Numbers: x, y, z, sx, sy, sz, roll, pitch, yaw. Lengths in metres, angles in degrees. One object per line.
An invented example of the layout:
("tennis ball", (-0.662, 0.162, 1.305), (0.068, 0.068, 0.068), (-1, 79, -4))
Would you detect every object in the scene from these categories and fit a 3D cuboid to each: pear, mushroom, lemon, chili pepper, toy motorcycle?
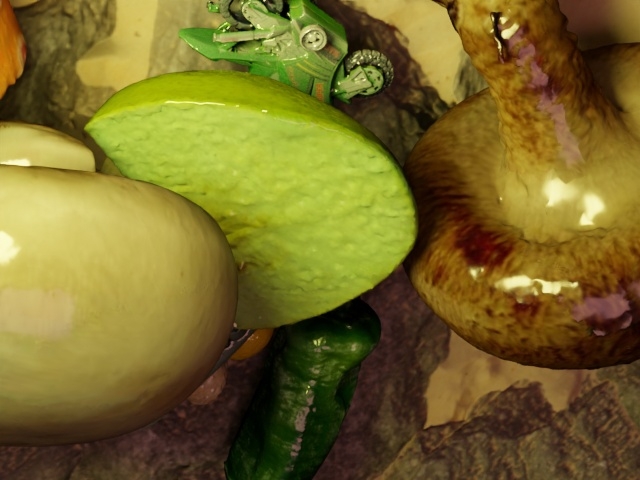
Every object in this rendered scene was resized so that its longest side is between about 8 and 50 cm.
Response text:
("pear", (-0.027, -0.066, 1.695), (0.239, 0.139, 0.288), (-6, 136, 31))
("mushroom", (-0.246, 0.015, 1.600), (0.362, 0.295, 0.362), (2, 164, 1))
("mushroom", (0.237, -0.077, 1.737), (0.331, 0.334, 0.356), (-5, 136, -12))
("lemon", (-0.076, 0.082, 1.906), (0.062, 0.062, 0.083), (33, 111, -31))
("chili pepper", (-0.017, 0.146, 1.931), (0.099, 0.136, 0.270), (23, 114, -1))
("toy motorcycle", (-0.027, -0.166, 1.747), (0.190, 0.074, 0.106), (31, 120, -31))

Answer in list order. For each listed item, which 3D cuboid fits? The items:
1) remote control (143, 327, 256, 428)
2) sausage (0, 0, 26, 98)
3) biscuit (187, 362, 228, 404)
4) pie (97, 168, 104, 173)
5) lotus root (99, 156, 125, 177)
("remote control", (-0.114, 0.087, 1.851), (0.222, 0.042, 0.072), (-46, 112, 5))
("sausage", (-0.374, -0.224, 1.510), (0.233, 0.233, 0.287), (-16, 126, -4))
("biscuit", (-0.188, 0.097, 1.891), (0.219, 0.055, 0.061), (27, 121, -28))
("pie", (-0.231, -0.020, 1.770), (0.191, 0.033, 0.088), (-15, 94, 36))
("lotus root", (-0.160, -0.002, 1.808), (0.077, 0.090, 0.183), (-29, 135, -29))
